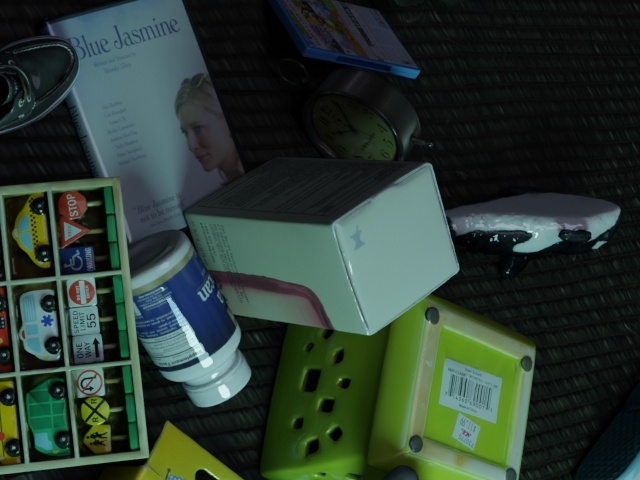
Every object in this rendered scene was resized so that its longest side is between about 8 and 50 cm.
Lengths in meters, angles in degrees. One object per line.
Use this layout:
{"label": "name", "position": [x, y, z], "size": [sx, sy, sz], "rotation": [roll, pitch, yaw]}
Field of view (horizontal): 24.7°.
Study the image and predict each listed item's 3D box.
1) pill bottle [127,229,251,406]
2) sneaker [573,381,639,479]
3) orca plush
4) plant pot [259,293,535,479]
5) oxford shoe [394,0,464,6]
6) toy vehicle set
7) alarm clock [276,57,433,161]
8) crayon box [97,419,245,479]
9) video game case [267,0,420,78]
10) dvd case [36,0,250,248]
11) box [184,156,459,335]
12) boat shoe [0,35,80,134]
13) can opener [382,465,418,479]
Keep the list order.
{"label": "pill bottle", "position": [-0.138, 0.081, 1.471], "size": [0.094, 0.094, 0.169], "rotation": [-46, 119, -35]}
{"label": "sneaker", "position": [0.478, 0.294, 1.909], "size": [0.319, 0.127, 0.208], "rotation": [-42, 106, -26]}
{"label": "orca plush", "position": [0.243, 0.010, 1.793], "size": [0.287, 0.151, 0.102], "rotation": [-13, 121, -42]}
{"label": "plant pot", "position": [0.097, 0.173, 1.574], "size": [0.228, 0.207, 0.227], "rotation": [24, 68, -32]}
{"label": "oxford shoe", "position": [0.141, -0.338, 1.802], "size": [0.212, 0.076, 0.076], "rotation": [-11, 48, -49]}
{"label": "toy vehicle set", "position": [-0.256, 0.079, 1.368], "size": [0.166, 0.035, 0.266], "rotation": [-6, 84, -7]}
{"label": "alarm clock", "position": [0.032, -0.146, 1.642], "size": [0.192, 0.129, 0.064], "rotation": [35, 58, -4]}
{"label": "crayon box", "position": [-0.167, 0.360, 1.407], "size": [0.202, 0.081, 0.318], "rotation": [43, 59, -24]}
{"label": "video game case", "position": [0.025, -0.239, 1.678], "size": [0.166, 0.015, 0.119], "rotation": [6, 41, -38]}
{"label": "dvd case", "position": [-0.176, -0.131, 1.535], "size": [0.180, 0.022, 0.253], "rotation": [-24, 96, -39]}
{"label": "box", "position": [0.000, 0.000, 1.499], "size": [0.149, 0.232, 0.126], "rotation": [-33, 115, -36]}
{"label": "boat shoe", "position": [-0.313, -0.138, 1.382], "size": [0.228, 0.076, 0.080], "rotation": [-28, 98, -34]}
{"label": "can opener", "position": [0.096, 0.298, 1.521], "size": [0.076, 0.283, 0.095], "rotation": [41, 65, 19]}
